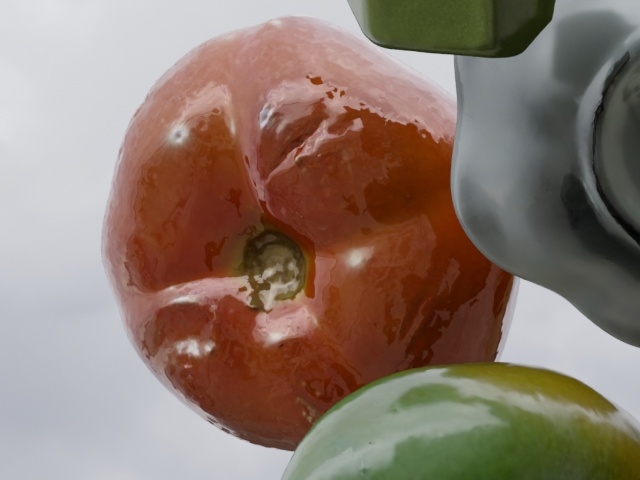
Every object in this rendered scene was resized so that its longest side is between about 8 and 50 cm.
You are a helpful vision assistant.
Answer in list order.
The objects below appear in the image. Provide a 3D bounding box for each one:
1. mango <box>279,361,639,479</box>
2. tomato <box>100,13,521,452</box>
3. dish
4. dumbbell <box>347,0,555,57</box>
[{"bbox_3d":[0.070,0.121,0.550,0.156,0.114,0.251,-35,-46,6],"label":"mango"},{"bbox_3d":[0.001,-0.004,0.795,0.260,0.260,0.180,-35,0,26],"label":"tomato"},{"bbox_3d":[0.167,-0.051,0.608,0.229,0.081,0.229,0,-77,0],"label":"dish"},{"bbox_3d":[0.158,-0.110,0.481,0.302,0.108,0.121,8,9,16],"label":"dumbbell"}]
